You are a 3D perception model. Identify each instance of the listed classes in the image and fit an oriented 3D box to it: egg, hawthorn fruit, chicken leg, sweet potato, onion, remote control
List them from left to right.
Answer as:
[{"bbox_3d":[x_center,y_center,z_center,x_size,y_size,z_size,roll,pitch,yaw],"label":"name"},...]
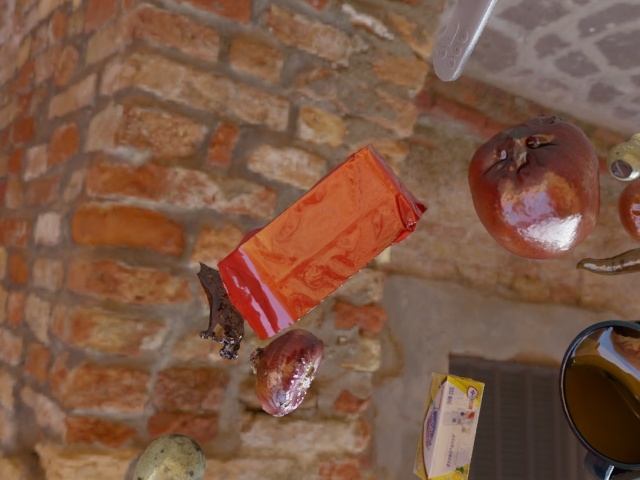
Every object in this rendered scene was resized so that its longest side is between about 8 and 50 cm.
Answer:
[{"bbox_3d":[-0.330,0.503,1.767,0.141,0.182,0.141,36,167,10],"label":"egg"},{"bbox_3d":[-0.216,0.152,1.793,0.105,0.234,0.063,11,147,-32],"label":"chicken leg"},{"bbox_3d":[-0.096,0.313,2.003,0.163,0.230,0.230,19,171,15],"label":"onion"},{"bbox_3d":[0.271,-0.403,1.516,0.022,0.077,0.245,-10,142,-30],"label":"remote control"},{"bbox_3d":[0.452,-0.099,1.718,0.295,0.311,0.295,-9,-157,4],"label":"hawthorn fruit"},{"bbox_3d":[0.591,0.040,1.475,0.249,0.069,0.059,7,-167,27],"label":"sweet potato"},{"bbox_3d":[0.872,-0.083,2.120,0.196,0.196,0.225,-1,-170,19],"label":"hawthorn fruit"}]

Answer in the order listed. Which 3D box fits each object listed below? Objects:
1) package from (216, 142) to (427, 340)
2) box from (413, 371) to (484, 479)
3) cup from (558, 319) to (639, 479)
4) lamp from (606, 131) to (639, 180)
[{"bbox_3d":[0.001,-0.001,1.583,0.423,0.196,0.123,-37,-176,-6],"label":"package"},{"bbox_3d":[0.314,0.464,2.014,0.097,0.265,0.168,12,174,-4],"label":"box"},{"bbox_3d":[0.605,0.281,1.418,0.292,0.308,0.242,-2,178,-36],"label":"cup"},{"bbox_3d":[0.746,-0.211,1.960,0.091,0.163,0.091,21,135,23],"label":"lamp"}]
